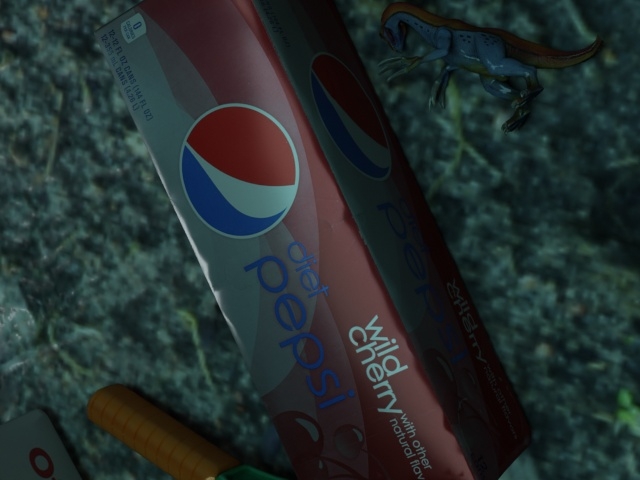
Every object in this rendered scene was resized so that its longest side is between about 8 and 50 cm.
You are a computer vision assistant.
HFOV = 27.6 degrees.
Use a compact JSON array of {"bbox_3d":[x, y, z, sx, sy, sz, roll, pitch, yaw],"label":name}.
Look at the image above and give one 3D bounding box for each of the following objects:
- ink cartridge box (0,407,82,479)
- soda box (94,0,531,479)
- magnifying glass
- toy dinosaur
[{"bbox_3d":[-0.238,0.243,0.661,0.197,0.270,0.198,-32,85,27],"label":"ink cartridge box"},{"bbox_3d":[0.000,0.000,0.607,0.083,0.092,0.263,-27,87,25],"label":"soda box"},{"bbox_3d":[-0.029,0.133,0.655,0.231,0.092,0.026,25,112,30],"label":"magnifying glass"},{"bbox_3d":[0.068,-0.087,0.602,0.090,0.047,0.082,-34,72,-7],"label":"toy dinosaur"}]
